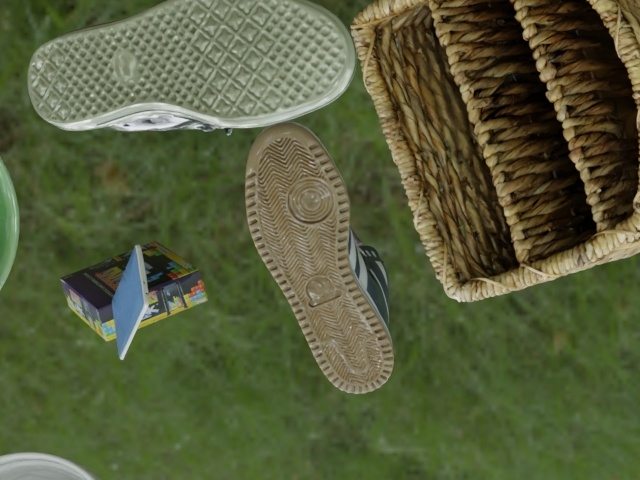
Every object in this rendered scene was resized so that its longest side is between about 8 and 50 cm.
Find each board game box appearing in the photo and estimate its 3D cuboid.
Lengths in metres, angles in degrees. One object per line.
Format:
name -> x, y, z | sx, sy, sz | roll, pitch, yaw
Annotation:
board game box -> -0.241, 0.061, 1.842 | 0.141, 0.048, 0.170 | -21, -160, -21

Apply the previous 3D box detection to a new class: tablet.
tablet -> -0.142, 0.047, 1.073 | 0.006, 0.054, 0.083 | 1, 146, -22

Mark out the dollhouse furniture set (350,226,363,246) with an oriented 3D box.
dollhouse furniture set -> 0.022, 0.042, 1.662 | 0.081, 0.091, 0.114 | -33, 165, -2

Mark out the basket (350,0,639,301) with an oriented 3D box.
basket -> 0.203, -0.119, 1.300 | 0.223, 0.299, 0.213 | -12, 171, -35

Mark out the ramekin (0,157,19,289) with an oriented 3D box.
ramekin -> -0.525, -0.018, 1.700 | 0.303, 0.304, 0.148 | 13, 168, -29

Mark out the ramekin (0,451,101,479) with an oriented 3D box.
ramekin -> -0.280, 0.319, 1.430 | 0.207, 0.207, 0.109 | -3, 165, 8

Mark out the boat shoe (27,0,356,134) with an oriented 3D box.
boat shoe -> -0.162, -0.233, 1.921 | 0.500, 0.187, 0.156 | -4, -178, 32

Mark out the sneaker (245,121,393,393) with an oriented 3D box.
sneaker -> 0.000, 0.000, 1.434 | 0.099, 0.282, 0.153 | -17, -161, 8
